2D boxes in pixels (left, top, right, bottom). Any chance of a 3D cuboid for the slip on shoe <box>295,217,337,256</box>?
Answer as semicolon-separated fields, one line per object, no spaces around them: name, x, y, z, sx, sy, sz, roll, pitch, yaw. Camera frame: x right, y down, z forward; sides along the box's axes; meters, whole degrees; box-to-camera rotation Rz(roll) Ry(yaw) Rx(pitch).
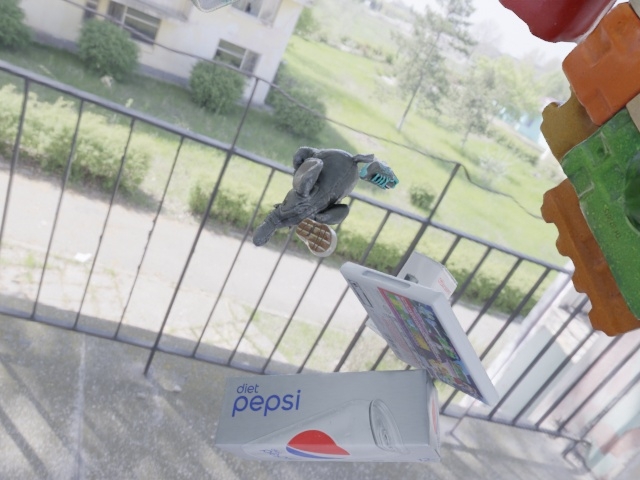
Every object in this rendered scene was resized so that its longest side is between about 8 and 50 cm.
slip on shoe;0.000;0.000;0.868;0.041;0.051;0.135;39;-4;-27

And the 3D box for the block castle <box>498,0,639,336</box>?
block castle;0.311;-0.035;0.312;0.303;0.213;0.453;-4;66;-23

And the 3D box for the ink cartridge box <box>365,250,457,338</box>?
ink cartridge box;0.225;0.154;1.259;0.092;0.218;0.158;34;-3;34

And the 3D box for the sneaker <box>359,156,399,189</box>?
sneaker;0.151;-0.160;1.291;0.076;0.065;0.166;48;27;15

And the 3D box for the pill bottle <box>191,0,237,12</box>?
pill bottle;-0.081;-0.441;0.736;0.264;0.146;0.146;-27;46;-9

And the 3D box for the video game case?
video game case;0.129;0.121;0.697;0.183;0.023;0.201;16;-35;55

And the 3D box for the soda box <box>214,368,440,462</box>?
soda box;0.010;0.236;0.693;0.286;0.091;0.098;-7;54;19

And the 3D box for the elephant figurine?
elephant figurine;-0.014;-0.089;1.094;0.169;0.186;0.239;23;38;3
